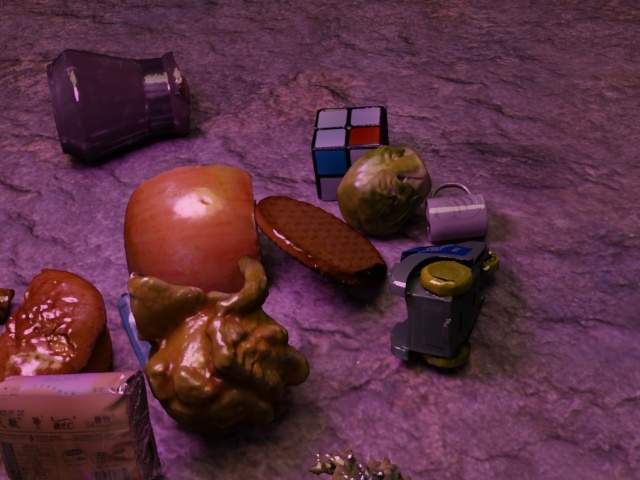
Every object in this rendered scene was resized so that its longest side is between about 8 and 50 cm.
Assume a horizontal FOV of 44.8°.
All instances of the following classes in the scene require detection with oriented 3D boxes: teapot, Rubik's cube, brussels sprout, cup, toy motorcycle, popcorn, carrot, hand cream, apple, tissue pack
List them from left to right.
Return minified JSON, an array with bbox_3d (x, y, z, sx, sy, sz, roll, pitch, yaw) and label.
[{"bbox_3d":[-0.766,0.143,1.722,0.173,0.082,0.082,2,42,1],"label":"carrot"},{"bbox_3d":[-0.419,0.331,1.324,0.257,0.214,0.123,-5,16,7],"label":"tissue pack"},{"bbox_3d":[-0.553,-0.387,2.168,0.362,0.305,0.376,-9,11,-14],"label":"teapot"},{"bbox_3d":[-0.372,0.188,1.642,0.083,0.048,0.224,-25,50,-18],"label":"hand cream"},{"bbox_3d":[-0.288,-0.005,1.741,0.309,0.313,0.252,-8,-1,-6],"label":"apple"},{"bbox_3d":[-0.171,0.183,1.402,0.290,0.321,0.325,23,68,31],"label":"popcorn"},{"bbox_3d":[0.079,-0.216,1.927,0.184,0.167,0.180,-1,42,10],"label":"Rubik's cube"},{"bbox_3d":[0.138,-0.118,1.766,0.223,0.223,0.161,-24,41,-17],"label":"brussels sprout"},{"bbox_3d":[0.235,0.091,1.564,0.200,0.191,0.326,7,28,22],"label":"toy motorcycle"},{"bbox_3d":[0.304,-0.070,1.757,0.133,0.099,0.135,-5,85,3],"label":"cup"}]

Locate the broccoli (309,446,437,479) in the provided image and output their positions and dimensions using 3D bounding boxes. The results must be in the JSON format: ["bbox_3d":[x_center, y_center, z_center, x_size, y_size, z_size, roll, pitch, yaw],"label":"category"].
[{"bbox_3d":[0.015,0.456,1.112,0.318,0.277,0.338,-10,28,29],"label":"broccoli"}]

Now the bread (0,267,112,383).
[{"bbox_3d":[-0.505,0.220,1.515,0.179,0.194,0.340,5,44,6],"label":"bread"}]

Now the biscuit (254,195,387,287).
[{"bbox_3d":[0.000,0.000,1.663,0.318,0.040,0.318,27,19,-10],"label":"biscuit"}]
